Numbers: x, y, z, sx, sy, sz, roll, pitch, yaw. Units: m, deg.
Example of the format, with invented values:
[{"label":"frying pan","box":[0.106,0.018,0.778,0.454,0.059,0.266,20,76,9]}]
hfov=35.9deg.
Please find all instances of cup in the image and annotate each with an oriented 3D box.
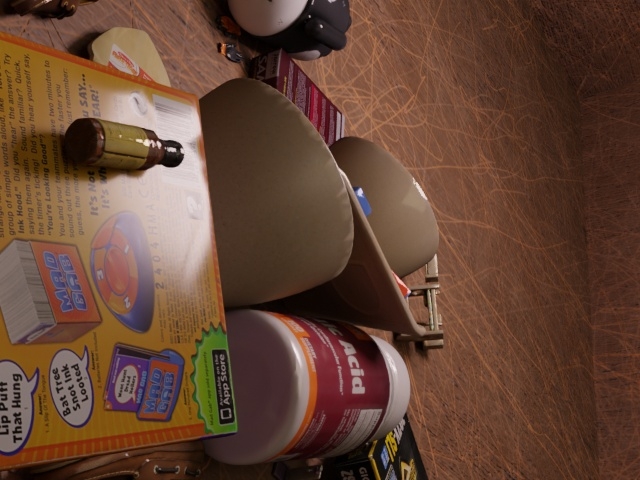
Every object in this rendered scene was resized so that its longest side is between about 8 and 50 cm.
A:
[{"label":"cup","box":[-0.150,-0.035,1.406,0.237,0.331,0.331,-31,108,-32]}]

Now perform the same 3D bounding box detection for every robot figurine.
[{"label":"robot figurine","box":[-0.052,-0.439,1.843,0.278,0.209,0.174,15,78,-59]}]

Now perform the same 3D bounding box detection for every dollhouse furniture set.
[{"label":"dollhouse furniture set","box":[0.216,0.141,2.204,0.161,0.101,0.182,70,16,-70]},{"label":"dollhouse furniture set","box":[-0.029,0.421,1.621,0.091,0.081,0.114,53,36,-36]}]

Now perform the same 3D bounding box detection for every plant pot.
[{"label":"plant pot","box":[0.047,-0.019,1.794,0.191,0.284,0.284,-38,115,-26]}]

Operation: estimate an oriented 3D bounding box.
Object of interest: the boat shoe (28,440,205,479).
[{"label":"boat shoe","box":[-0.241,0.295,1.265,0.307,0.110,0.104,2,75,-60]}]

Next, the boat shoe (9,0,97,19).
[{"label":"boat shoe","box":[-0.359,-0.338,1.367,0.060,0.064,0.178,65,28,-17]}]

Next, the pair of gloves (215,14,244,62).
[{"label":"pair of gloves","box":[-0.162,-0.364,1.786,0.074,0.010,0.083,11,69,-59]}]

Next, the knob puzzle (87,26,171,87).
[{"label":"knob puzzle","box":[-0.288,-0.234,1.487,0.213,0.030,0.213,31,52,-52]}]

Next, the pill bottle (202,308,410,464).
[{"label":"pill bottle","box":[-0.024,0.232,1.561,0.392,0.224,0.224,15,66,-59]}]

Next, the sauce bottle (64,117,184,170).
[{"label":"sauce bottle","box":[-0.170,-0.082,0.879,0.128,0.042,0.042,6,73,-61]}]

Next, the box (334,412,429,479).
[{"label":"box","box":[0.126,0.449,1.826,0.322,0.079,0.257,-47,118,-72]}]

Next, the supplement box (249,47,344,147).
[{"label":"supplement box","box":[-0.043,-0.240,1.882,0.239,0.073,0.130,42,43,-48]}]

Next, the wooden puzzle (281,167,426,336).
[{"label":"wooden puzzle","box":[0.000,0.000,1.607,0.080,0.322,0.348,-46,120,-28]}]

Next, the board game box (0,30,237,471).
[{"label":"board game box","box":[-0.341,0.041,0.936,0.356,0.356,0.357,9,71,-60]}]
